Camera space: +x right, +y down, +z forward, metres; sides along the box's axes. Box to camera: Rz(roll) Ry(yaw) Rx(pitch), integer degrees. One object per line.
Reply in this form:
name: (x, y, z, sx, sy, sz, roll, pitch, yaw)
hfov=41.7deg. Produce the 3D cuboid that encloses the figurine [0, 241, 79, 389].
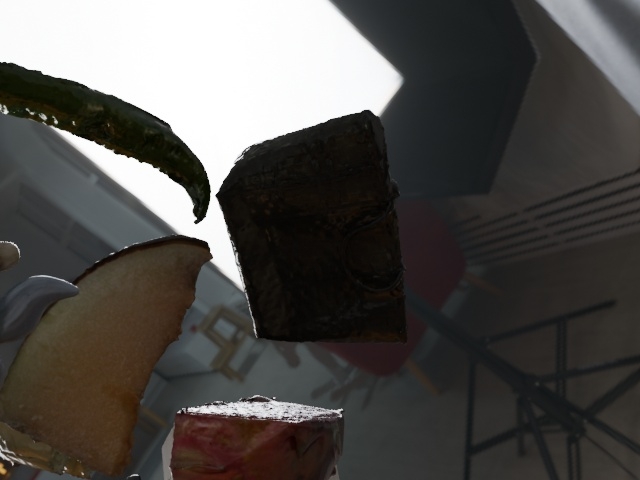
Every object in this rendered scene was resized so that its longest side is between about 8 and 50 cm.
figurine: (-0.238, 0.019, 0.429, 0.128, 0.208, 0.184, -64, 19, -7)

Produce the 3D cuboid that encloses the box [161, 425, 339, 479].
box: (-0.103, 0.385, 1.296, 0.111, 0.260, 0.194, 118, 150, -46)

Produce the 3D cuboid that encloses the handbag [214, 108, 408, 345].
handbag: (0.000, 0.000, 0.861, 0.175, 0.270, 0.088, -5, 30, 12)

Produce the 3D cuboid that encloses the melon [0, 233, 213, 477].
melon: (-0.147, 0.065, 0.580, 0.182, 0.098, 0.054, -66, -9, 10)

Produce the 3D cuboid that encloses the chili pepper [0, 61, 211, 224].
chili pepper: (-0.252, -0.120, 0.780, 0.076, 0.359, 0.085, -56, 26, 22)

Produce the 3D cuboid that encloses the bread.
bread: (-0.509, 0.353, 1.588, 0.314, 0.192, 0.171, 65, -144, -68)

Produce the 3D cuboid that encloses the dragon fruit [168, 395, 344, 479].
dragon fruit: (-0.044, 0.245, 0.843, 0.274, 0.126, 0.161, 26, -107, -70)

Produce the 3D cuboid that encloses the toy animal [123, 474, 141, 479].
toy animal: (-0.213, 0.385, 0.686, 0.206, 0.081, 0.367, -27, -51, -44)
